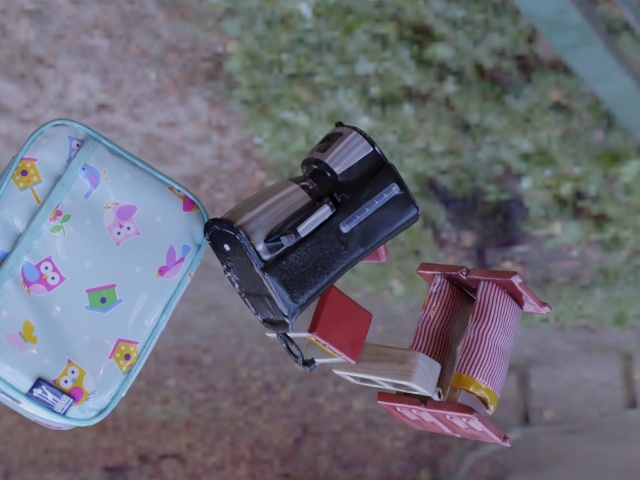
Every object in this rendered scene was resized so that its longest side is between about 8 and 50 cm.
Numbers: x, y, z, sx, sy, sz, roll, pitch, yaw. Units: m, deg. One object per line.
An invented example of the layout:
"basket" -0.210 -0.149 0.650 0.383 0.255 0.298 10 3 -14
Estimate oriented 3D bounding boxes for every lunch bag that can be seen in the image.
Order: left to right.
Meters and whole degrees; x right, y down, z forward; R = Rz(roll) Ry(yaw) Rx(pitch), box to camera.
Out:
"lunch bag" -0.257 0.035 1.537 0.224 0.279 0.108 35 162 -16

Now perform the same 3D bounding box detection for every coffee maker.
"coffee maker" 0.000 0.000 1.541 0.178 0.171 0.120 -37 -142 -21

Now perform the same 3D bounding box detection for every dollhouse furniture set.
"dollhouse furniture set" 0.118 0.094 1.909 0.152 0.201 0.374 6 160 35
